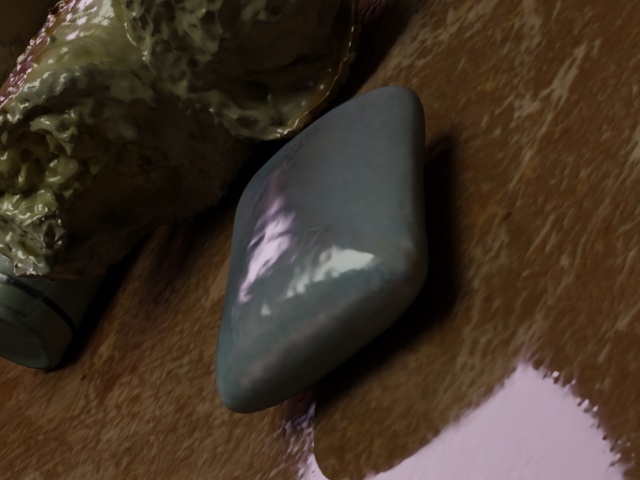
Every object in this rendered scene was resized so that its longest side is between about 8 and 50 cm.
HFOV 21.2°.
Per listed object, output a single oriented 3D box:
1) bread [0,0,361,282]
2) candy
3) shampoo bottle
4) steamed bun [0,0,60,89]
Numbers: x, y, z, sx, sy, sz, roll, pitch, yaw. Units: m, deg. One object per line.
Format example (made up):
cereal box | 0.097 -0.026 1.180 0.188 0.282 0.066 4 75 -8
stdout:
bread | -0.107 -0.116 1.151 0.314 0.171 0.192 -49 21 6
candy | 0.000 0.000 0.909 0.138 0.071 0.174 -39 26 27
shampoo bottle | -0.171 -0.034 1.259 0.085 0.085 0.262 -17 41 54
steamed bun | -0.423 -0.217 1.786 0.334 0.233 0.312 4 37 16
